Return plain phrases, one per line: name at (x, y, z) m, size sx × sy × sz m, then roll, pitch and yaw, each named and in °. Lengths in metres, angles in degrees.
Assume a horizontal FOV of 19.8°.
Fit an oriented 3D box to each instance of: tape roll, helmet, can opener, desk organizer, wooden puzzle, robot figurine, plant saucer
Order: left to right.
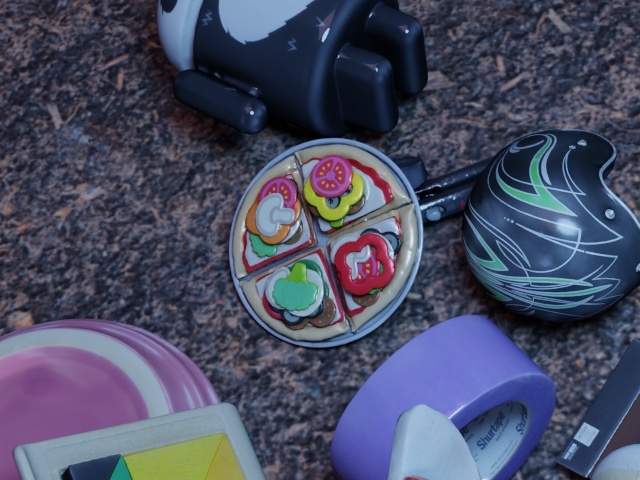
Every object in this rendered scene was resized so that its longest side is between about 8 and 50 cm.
plant saucer at (-0.245, 0.207, 1.665) m, size 0.332 × 0.084 × 0.332 m, roll -6°, pitch 57°, yaw 9°
wooden puzzle at (-0.120, 0.247, 1.536) m, size 0.238 × 0.044 × 0.221 m, roll -7°, pitch 62°, yaw -39°
robot figurine at (-0.031, -0.208, 1.829) m, size 0.278 × 0.174 × 0.209 m, roll 24°, pitch 22°, yaw 24°
tape roll at (0.105, 0.160, 1.562) m, size 0.189 × 0.189 × 0.080 m, roll -37°, pitch 59°, yaw -12°
can opener at (0.126, -0.047, 1.769) m, size 0.186 × 0.073 × 0.059 m, roll -12°, pitch 48°, yaw -7°
helmet at (0.212, -0.006, 1.663) m, size 0.169 × 0.169 × 0.161 m, roll -2°, pitch 42°, yaw 10°
desk organizer at (0.269, 0.158, 1.612) m, size 0.130 × 0.050 × 0.047 m, roll -56°, pitch 30°, yaw -6°

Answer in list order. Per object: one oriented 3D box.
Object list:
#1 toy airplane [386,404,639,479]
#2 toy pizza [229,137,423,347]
toy airplane at (0.192, 0.249, 1.383) m, size 0.386 × 0.384 × 0.272 m, roll 17°, pitch 50°, yaw 21°
toy pizza at (0.000, 0.000, 1.730) m, size 0.201 × 0.032 × 0.201 m, roll -5°, pitch 79°, yaw 23°
